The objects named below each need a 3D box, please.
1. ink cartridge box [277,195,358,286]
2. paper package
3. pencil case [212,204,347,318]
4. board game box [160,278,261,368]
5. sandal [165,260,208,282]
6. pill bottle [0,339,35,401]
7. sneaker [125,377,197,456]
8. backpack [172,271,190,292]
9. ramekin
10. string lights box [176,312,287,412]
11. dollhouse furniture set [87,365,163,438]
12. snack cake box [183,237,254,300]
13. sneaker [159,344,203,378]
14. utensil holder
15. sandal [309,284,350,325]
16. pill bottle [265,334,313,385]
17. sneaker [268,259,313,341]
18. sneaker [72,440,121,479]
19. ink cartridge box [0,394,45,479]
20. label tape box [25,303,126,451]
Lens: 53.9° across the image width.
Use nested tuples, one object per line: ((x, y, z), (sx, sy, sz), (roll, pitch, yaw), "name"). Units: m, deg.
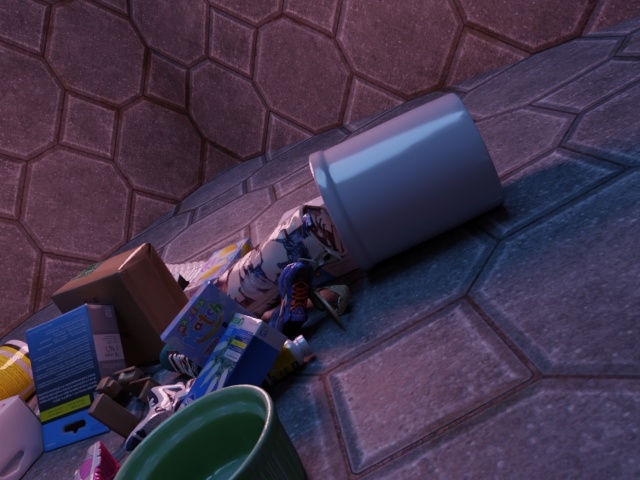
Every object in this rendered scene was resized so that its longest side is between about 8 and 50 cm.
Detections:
((0.000, 0.000, 1.681), (0.148, 0.203, 0.086), (-25, 17, 17), "ink cartridge box")
((-0.562, 0.201, 1.842), (0.325, 0.309, 0.168), (-18, 19, 33), "paper package")
((-0.125, 0.086, 1.586), (0.410, 0.160, 0.183), (-40, 26, 20), "pencil case")
((-0.218, 0.211, 1.389), (0.160, 0.211, 0.039), (-52, 22, -6), "board game box")
((-0.542, 0.166, 2.258), (0.417, 0.102, 0.169), (-4, 44, 28), "sandal")
((-1.063, 0.492, 2.032), (0.188, 0.187, 0.334), (-17, 22, 35), "pill bottle")
((-0.353, 0.388, 1.382), (0.153, 0.094, 0.235), (-13, 25, 45), "sneaker")
((-0.532, 0.198, 2.067), (0.188, 0.144, 0.165), (-34, 31, 17), "backpack")
((-0.173, 0.390, 1.013), (0.304, 0.148, 0.303), (-27, 19, 10), "ramekin")
((-0.186, 0.285, 1.290), (0.133, 0.077, 0.259), (2, 58, 58), "string lights box")
((-0.496, 0.397, 1.537), (0.123, 0.144, 0.151), (-22, 34, 38), "dollhouse furniture set")
((-0.318, 0.109, 2.062), (0.152, 0.089, 0.264), (-21, 20, 24), "snack cake box")
((-0.297, 0.286, 1.539), (0.302, 0.108, 0.121), (-17, 18, 31), "sneaker")
((0.214, -0.147, 1.565), (0.386, 0.327, 0.327), (-25, 19, 10), "utensil holder")
((0.029, 0.130, 1.489), (0.079, 0.088, 0.240), (-36, 13, -10), "sandal")
((-0.077, 0.254, 1.356), (0.116, 0.065, 0.065), (-33, 19, -8), "pill bottle")
((-0.056, 0.149, 1.455), (0.083, 0.221, 0.087), (2, 23, -28), "sneaker")
((-0.462, 0.496, 1.250), (0.111, 0.103, 0.252), (-30, 18, -4), "sneaker")
((-0.945, 0.586, 1.649), (0.385, 0.160, 0.279), (-21, 20, 26), "ink cartridge box")
((-0.645, 0.364, 1.688), (0.241, 0.333, 0.106), (-22, -15, 22), "label tape box")
